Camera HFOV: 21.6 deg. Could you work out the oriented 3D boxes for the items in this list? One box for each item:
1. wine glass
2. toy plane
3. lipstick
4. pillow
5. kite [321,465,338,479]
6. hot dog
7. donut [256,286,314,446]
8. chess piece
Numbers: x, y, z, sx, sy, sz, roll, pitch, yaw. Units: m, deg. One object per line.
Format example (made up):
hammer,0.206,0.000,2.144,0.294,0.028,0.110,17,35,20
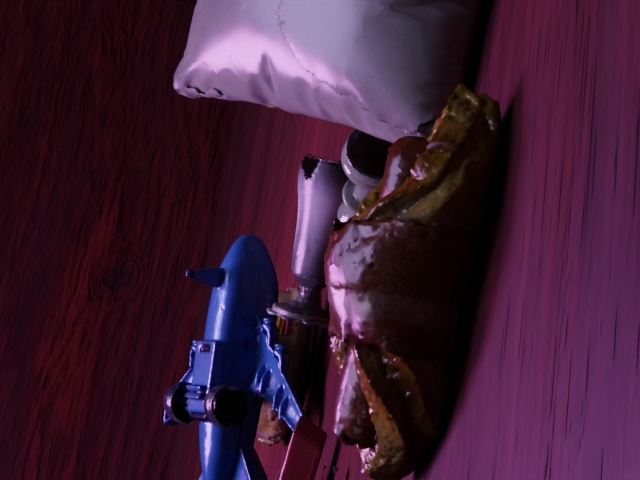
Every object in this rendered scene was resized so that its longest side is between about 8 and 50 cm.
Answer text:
wine glass,0.000,0.000,1.576,0.072,0.072,0.155,-130,53,-81
toy plane,-0.088,0.130,1.644,0.254,0.105,0.271,-4,87,55
lipstick,-0.050,0.304,1.449,0.051,0.051,0.312,-89,17,-79
pillow,0.019,-0.232,1.282,0.312,0.119,0.310,16,92,45
kite,0.001,0.261,1.347,0.183,0.010,0.160,147,132,-85
hot dog,0.046,0.025,1.071,0.123,0.093,0.262,-178,101,-83
donut,-0.053,0.130,1.764,0.174,0.068,0.175,-167,90,-82
chess piece,0.038,-0.039,1.412,0.149,0.059,0.059,106,174,-61
